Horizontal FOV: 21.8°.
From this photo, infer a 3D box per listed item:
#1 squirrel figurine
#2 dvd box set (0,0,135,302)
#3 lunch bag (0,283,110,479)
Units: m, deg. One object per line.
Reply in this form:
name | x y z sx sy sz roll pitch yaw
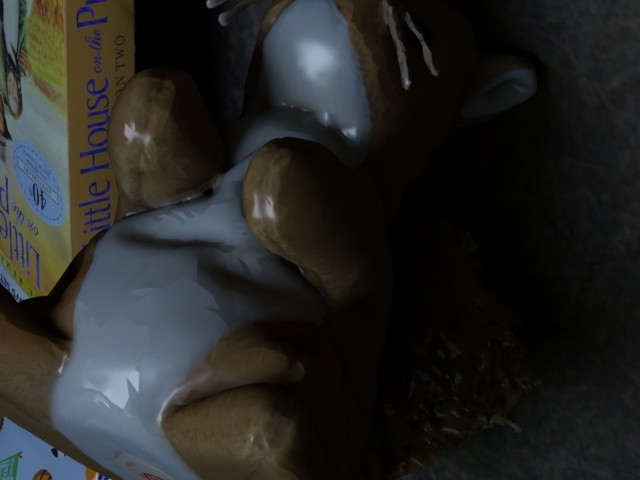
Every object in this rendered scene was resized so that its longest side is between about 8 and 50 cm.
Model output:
squirrel figurine | -0.010 0.011 1.104 0.281 0.370 0.397 14 154 31
dvd box set | -0.233 -0.155 1.277 0.307 0.062 0.420 42 138 45
lunch bag | -0.216 0.162 1.410 0.303 0.115 0.243 37 103 50
